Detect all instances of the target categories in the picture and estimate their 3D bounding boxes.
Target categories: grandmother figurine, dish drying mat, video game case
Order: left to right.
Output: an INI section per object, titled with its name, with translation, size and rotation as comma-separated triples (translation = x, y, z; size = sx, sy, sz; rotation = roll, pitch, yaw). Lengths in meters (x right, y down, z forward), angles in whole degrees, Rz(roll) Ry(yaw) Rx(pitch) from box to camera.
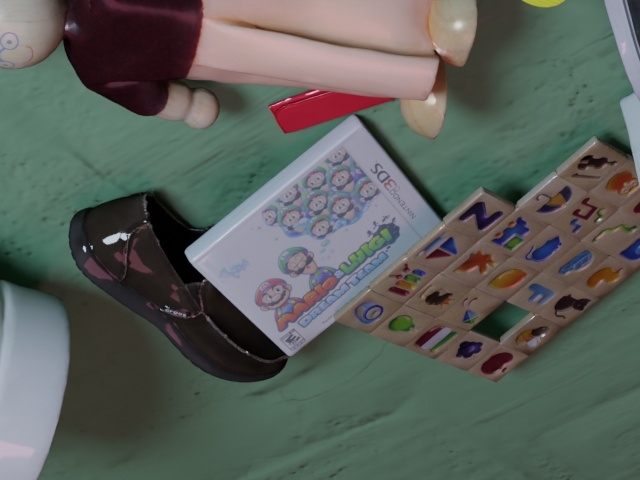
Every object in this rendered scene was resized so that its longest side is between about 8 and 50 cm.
[grandmother figurine]
translation = -0.081, -0.137, 1.038
size = 0.342, 0.104, 0.208
rotation = 2, 131, -13
[video game case]
translation = 0.000, 0.000, 1.230
size = 0.157, 0.019, 0.143
rotation = -39, 135, 4
[dish drying mat]
translation = 0.008, -0.096, 1.166
size = 0.083, 0.008, 0.032
rotation = -17, 140, 14

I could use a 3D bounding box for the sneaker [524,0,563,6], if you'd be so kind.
[sneaker]
translation = 0.157, -0.213, 1.013
size = 0.053, 0.059, 0.144
rotation = 30, 116, 1

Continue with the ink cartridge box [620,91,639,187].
[ink cartridge box]
translation = 0.393, -0.081, 1.134
size = 0.306, 0.131, 0.226
rotation = -32, 134, 30

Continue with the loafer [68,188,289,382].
[loafer]
translation = -0.087, 0.036, 1.257
size = 0.078, 0.080, 0.220
rotation = -31, 134, 28

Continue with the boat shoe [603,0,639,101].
[boat shoe]
translation = 0.210, -0.146, 1.099
size = 0.040, 0.049, 0.142
rotation = -16, 137, 12

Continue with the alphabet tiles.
[alphabet tiles]
translation = 0.156, 0.016, 1.279
size = 0.198, 0.009, 0.237
rotation = 23, 124, -42

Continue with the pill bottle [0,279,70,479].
[pill bottle]
translation = -0.374, 0.079, 1.181
size = 0.361, 0.204, 0.204
rotation = 16, 136, -23
